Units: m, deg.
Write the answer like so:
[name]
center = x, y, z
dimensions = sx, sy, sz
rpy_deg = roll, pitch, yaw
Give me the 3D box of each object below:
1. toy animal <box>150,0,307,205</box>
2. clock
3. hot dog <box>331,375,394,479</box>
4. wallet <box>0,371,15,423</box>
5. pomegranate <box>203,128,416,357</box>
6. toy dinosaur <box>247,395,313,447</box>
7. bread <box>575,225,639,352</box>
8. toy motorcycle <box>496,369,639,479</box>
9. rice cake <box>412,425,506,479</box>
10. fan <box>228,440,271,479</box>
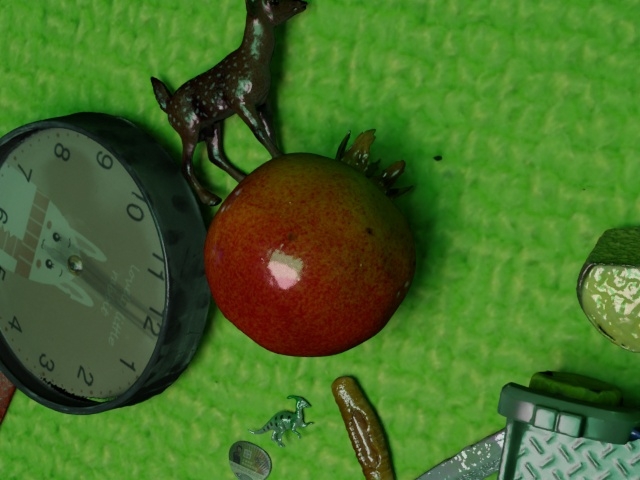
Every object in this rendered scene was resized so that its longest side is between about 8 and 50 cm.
[toy animal]
center = -0.102, -0.191, 1.301
dimensions = 0.243, 0.087, 0.260
rpy_deg = -23, 88, 27
[clock]
center = -0.306, 0.031, 1.422
dimensions = 0.386, 0.076, 0.386
rpy_deg = 6, 101, 33
[hot dog]
center = 0.050, 0.219, 1.300
dimensions = 0.044, 0.028, 0.137
rpy_deg = -21, 84, 21
[wallet]
center = -0.476, 0.213, 1.584
dimensions = 0.103, 0.020, 0.197
rpy_deg = 35, 111, 21
[pomegranate]
center = 0.000, 0.000, 1.200
dimensions = 0.220, 0.221, 0.257
rpy_deg = 26, 79, 23
[toy dinosaur]
center = -0.048, 0.212, 1.355
dimensions = 0.083, 0.021, 0.062
rpy_deg = 13, 95, 22
[bread]
center = 0.315, 0.049, 1.092
dimensions = 0.129, 0.114, 0.111
rpy_deg = -2, 101, 32
[toy motorcycle]
center = 0.312, 0.250, 1.063
dimensions = 0.326, 0.200, 0.191
rpy_deg = 11, 94, 26
[rice cake]
center = 0.142, 0.263, 1.251
dimensions = 0.211, 0.034, 0.043
rpy_deg = -37, 81, 26
[fan]
center = -0.095, 0.280, 1.397
dimensions = 0.060, 0.003, 0.080
rpy_deg = 47, 114, 16
